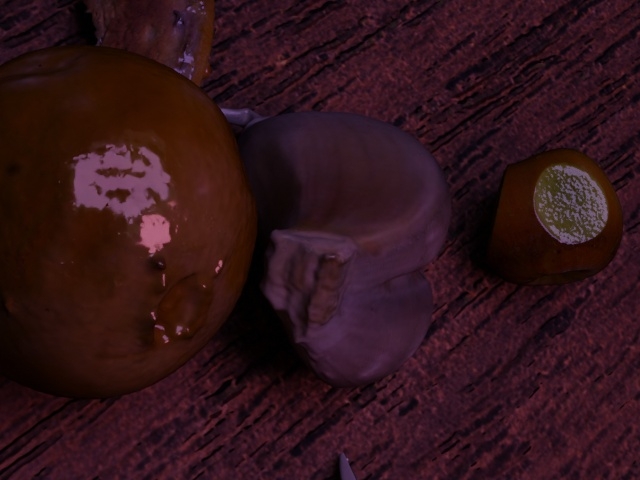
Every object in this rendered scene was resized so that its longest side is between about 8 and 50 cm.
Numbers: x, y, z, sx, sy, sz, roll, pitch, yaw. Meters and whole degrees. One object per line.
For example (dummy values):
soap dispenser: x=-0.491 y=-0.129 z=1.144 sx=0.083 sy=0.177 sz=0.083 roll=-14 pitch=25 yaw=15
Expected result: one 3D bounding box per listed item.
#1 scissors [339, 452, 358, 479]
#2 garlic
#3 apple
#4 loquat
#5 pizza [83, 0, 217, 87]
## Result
scissors: x=0.037 y=0.263 z=1.835 sx=0.085 sy=0.022 sz=0.176 roll=-1 pitch=29 yaw=-11
garlic: x=0.000 y=0.000 z=1.917 sx=0.245 sy=0.231 sz=0.340 roll=-10 pitch=35 yaw=-23
apple: x=0.249 y=-0.026 z=2.080 sx=0.163 sy=0.146 sz=0.147 roll=-6 pitch=76 yaw=-16
loquat: x=-0.213 y=-0.019 z=1.702 sx=0.328 sy=0.328 sz=0.328 roll=13 pitch=61 yaw=-24
pizza: x=-0.180 y=-0.198 z=1.937 sx=0.085 sy=0.161 sz=0.305 roll=47 pitch=43 yaw=-54
